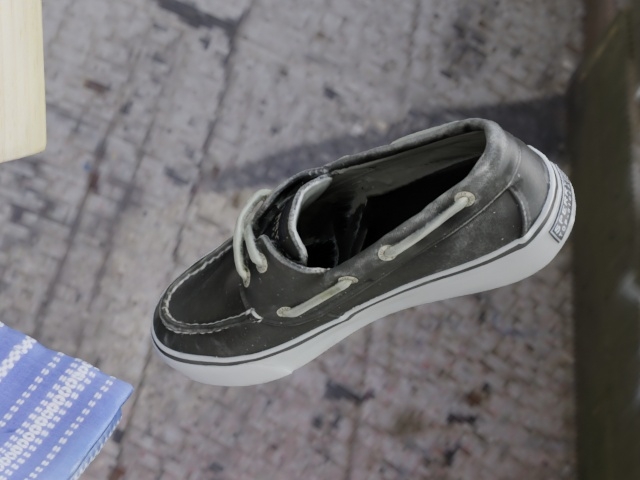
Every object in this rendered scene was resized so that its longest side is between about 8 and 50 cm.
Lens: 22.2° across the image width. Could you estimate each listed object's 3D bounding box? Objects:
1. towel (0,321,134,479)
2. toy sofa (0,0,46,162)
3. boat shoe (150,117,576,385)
[{"bbox_3d":[-0.287,0.059,0.840,0.336,0.040,0.243,29,32,6],"label":"towel"},{"bbox_3d":[-0.352,-0.120,0.947,0.363,0.150,0.177,5,13,23],"label":"toy sofa"},{"bbox_3d":[0.000,0.000,0.711,0.070,0.219,0.077,35,43,-41],"label":"boat shoe"}]
